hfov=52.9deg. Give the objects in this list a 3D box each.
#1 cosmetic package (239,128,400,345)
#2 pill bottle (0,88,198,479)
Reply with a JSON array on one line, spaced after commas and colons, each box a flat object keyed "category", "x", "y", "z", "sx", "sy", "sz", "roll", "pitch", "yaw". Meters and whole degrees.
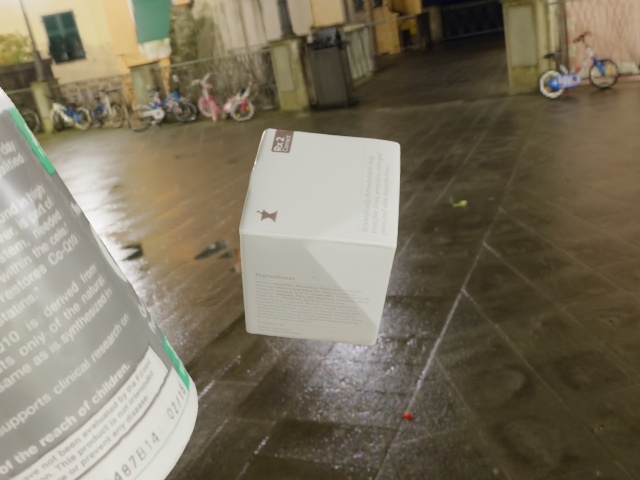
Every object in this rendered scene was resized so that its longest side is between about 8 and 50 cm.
[{"category": "cosmetic package", "x": 0.000, "y": 0.000, "z": 0.708, "sx": 0.152, "sy": 0.183, "sz": 0.151, "roll": 6, "pitch": 50, "yaw": 1}, {"category": "pill bottle", "x": -0.250, "y": 0.022, "z": 0.411, "sx": 0.204, "sy": 0.361, "sz": 0.204, "roll": -23, "pitch": 22, "yaw": 10}]
